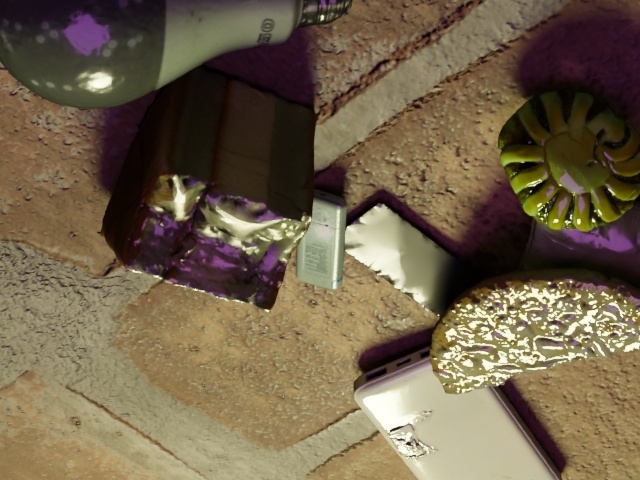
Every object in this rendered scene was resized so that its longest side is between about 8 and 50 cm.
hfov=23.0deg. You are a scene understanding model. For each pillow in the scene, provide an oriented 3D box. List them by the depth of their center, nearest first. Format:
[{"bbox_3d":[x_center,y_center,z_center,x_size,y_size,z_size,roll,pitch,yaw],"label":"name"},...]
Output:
[{"bbox_3d":[0.338,0.029,1.584,0.303,0.075,0.185,7,138,-3],"label":"pillow"}]

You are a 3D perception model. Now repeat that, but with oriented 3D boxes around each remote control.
[{"bbox_3d":[0.000,0.000,1.601,0.053,0.018,0.124,16,134,16],"label":"remote control"}]

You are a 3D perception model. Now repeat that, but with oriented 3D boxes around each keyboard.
[{"bbox_3d":[0.106,0.029,1.634,0.196,0.015,0.074,35,120,-26],"label":"keyboard"}]

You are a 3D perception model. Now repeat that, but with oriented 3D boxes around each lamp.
[{"bbox_3d":[-0.128,-0.207,1.325,0.314,0.182,0.182,-5,132,0],"label":"lamp"}]

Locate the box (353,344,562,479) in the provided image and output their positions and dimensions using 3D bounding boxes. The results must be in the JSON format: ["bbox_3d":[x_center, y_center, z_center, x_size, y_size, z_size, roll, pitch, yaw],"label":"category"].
[{"bbox_3d":[0.160,0.226,1.790,0.142,0.044,0.285,-23,127,18],"label":"box"}]

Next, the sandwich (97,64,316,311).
[{"bbox_3d":[-0.116,-0.012,1.480,0.155,0.198,0.227,20,129,-15],"label":"sandwich"}]

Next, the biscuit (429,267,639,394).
[{"bbox_3d":[0.210,0.080,1.585,0.290,0.038,0.141,-19,130,36],"label":"biscuit"}]

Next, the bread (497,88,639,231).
[{"bbox_3d":[0.237,-0.076,1.469,0.130,0.071,0.139,-34,94,4],"label":"bread"}]
